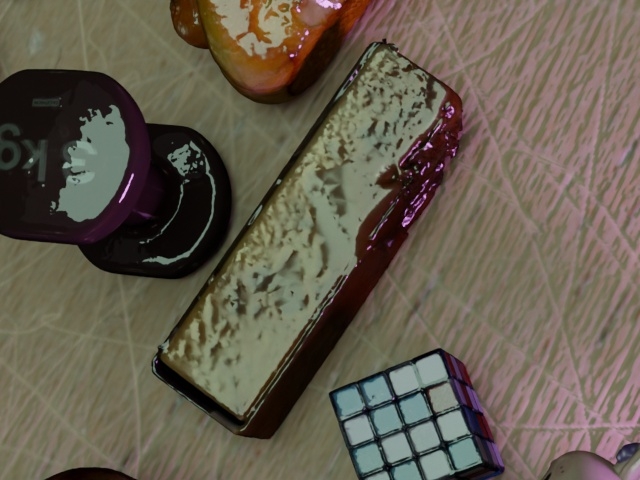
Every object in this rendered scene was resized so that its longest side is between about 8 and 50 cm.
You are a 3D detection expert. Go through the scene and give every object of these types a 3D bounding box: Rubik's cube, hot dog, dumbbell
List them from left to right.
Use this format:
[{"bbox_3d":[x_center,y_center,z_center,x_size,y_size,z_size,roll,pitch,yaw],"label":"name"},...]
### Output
[{"bbox_3d":[-0.162,-0.046,1.346,0.140,0.225,0.124,5,83,18],"label":"dumbbell"},{"bbox_3d":[-0.022,-0.243,1.391,0.153,0.150,0.256,36,91,9],"label":"hot dog"},{"bbox_3d":[0.072,0.142,1.315,0.092,0.092,0.092,-23,74,11],"label":"Rubik's cube"}]

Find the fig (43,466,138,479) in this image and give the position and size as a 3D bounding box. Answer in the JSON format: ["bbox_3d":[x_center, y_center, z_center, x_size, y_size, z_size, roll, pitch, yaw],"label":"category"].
[{"bbox_3d":[-0.156,0.334,1.315,0.217,0.217,0.320,-28,96,10],"label":"fig"}]

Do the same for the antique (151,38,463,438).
[{"bbox_3d":[0.000,0.000,1.365,0.093,0.087,0.310,34,90,17],"label":"antique"}]

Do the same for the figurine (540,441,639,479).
[{"bbox_3d":[0.232,0.182,1.221,0.208,0.181,0.257,39,98,-18],"label":"figurine"}]
